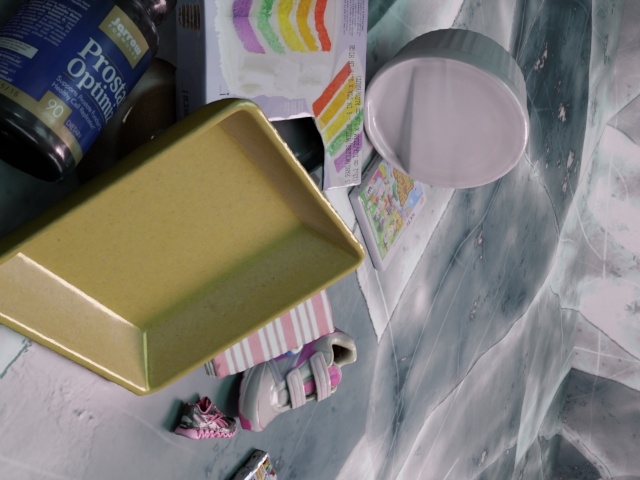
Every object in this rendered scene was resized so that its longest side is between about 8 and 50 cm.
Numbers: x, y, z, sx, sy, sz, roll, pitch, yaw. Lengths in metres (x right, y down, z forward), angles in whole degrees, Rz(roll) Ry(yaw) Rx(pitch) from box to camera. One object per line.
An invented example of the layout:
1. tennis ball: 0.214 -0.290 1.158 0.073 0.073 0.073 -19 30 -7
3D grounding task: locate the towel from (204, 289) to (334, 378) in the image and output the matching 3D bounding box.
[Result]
1. towel: -0.081 0.091 1.073 0.197 0.029 0.144 -19 105 -24

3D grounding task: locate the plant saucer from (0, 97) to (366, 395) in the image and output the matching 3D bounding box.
1. plant saucer: -0.154 0.009 0.847 0.333 0.081 0.332 -32 145 5

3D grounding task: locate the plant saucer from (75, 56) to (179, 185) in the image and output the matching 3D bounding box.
1. plant saucer: -0.192 -0.110 0.901 0.199 0.036 0.198 -32 129 -50

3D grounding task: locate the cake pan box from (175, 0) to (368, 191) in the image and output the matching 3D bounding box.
1. cake pan box: -0.054 -0.172 0.942 0.246 0.070 0.266 -11 113 -38

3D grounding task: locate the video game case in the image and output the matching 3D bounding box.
1. video game case: 0.130 -0.078 1.448 0.193 0.023 0.212 -57 145 -28

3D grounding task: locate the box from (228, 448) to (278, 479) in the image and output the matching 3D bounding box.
1. box: -0.103 0.419 1.264 0.094 0.027 0.137 -43 127 -43

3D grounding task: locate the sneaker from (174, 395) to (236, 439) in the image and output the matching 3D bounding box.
1. sneaker: -0.157 0.250 1.113 0.119 0.047 0.057 21 74 -60

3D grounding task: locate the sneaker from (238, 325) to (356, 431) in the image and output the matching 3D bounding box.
1. sneaker: -0.031 0.206 1.223 0.252 0.111 0.102 -45 138 -40

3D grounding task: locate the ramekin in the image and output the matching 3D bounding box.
1. ramekin: 0.215 -0.226 1.303 0.272 0.273 0.127 73 31 -42

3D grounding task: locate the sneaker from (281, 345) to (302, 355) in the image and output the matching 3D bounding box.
1. sneaker: -0.070 0.078 1.134 0.080 0.081 0.211 -43 135 -39

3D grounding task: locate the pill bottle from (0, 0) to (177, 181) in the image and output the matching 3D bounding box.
1. pill bottle: -0.229 -0.173 0.728 0.219 0.123 0.122 -61 146 -22
